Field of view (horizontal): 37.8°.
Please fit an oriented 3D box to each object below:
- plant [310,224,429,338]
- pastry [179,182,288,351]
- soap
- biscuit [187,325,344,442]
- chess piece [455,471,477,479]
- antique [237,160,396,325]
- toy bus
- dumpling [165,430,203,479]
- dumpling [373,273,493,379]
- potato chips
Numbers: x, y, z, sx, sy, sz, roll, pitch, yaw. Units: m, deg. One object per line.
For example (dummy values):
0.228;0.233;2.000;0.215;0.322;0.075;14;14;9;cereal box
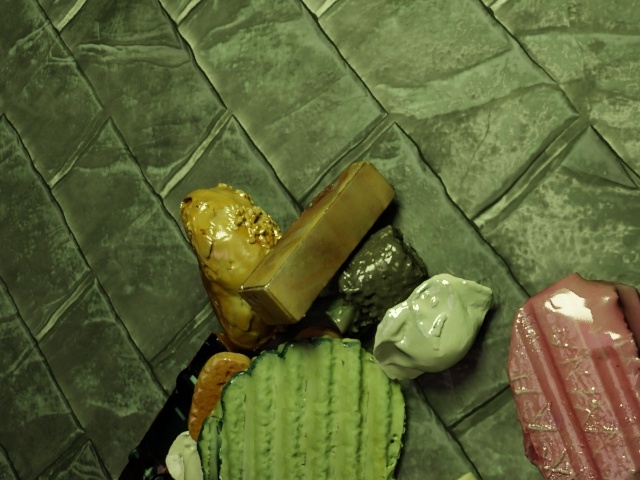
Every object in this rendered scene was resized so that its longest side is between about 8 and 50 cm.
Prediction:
0.078;0.076;1.572;0.203;0.142;0.131;-37;34;7;plant
-0.135;0.040;1.657;0.162;0.311;0.255;-21;37;-8;pastry
0.393;0.216;1.376;0.220;0.127;0.325;-24;75;30;soap
-0.087;0.257;1.640;0.277;0.052;0.262;5;113;-7;biscuit
0.258;0.530;1.460;0.167;0.167;0.300;-43;74;25;chess piece
0.000;0.000;1.540;0.087;0.310;0.093;49;151;-20;antique
-0.267;0.355;1.828;0.093;0.092;0.409;45;112;28;toy bus
-0.174;0.416;1.738;0.250;0.132;0.162;8;86;21;dumpling
0.172;0.139;1.515;0.229;0.151;0.124;-50;29;17;dumpling
-0.036;0.362;1.606;0.358;0.070;0.429;4;103;5;potato chips
